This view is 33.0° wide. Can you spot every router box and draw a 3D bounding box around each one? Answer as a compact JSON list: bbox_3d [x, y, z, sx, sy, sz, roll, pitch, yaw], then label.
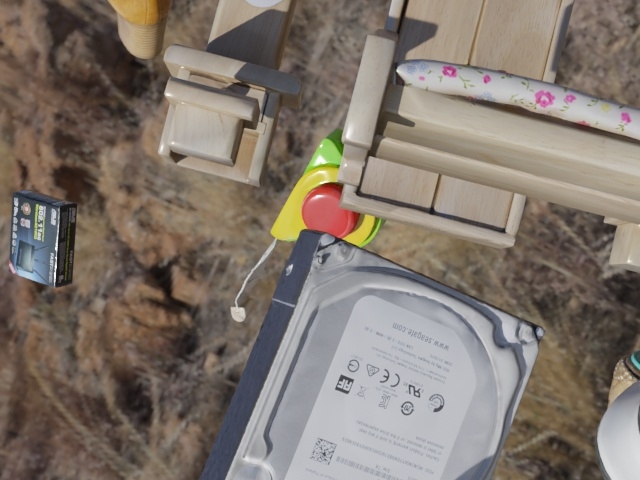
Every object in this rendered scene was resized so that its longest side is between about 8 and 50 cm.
[{"bbox_3d":[-0.393,-0.003,1.526,0.092,0.038,0.122,15,108,27],"label":"router box"}]

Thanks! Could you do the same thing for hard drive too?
[{"bbox_3d":[0.030,0.188,0.912,0.338,0.237,0.064,-67,22,-4],"label":"hard drive"}]

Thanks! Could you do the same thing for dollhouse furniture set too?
[{"bbox_3d":[0.069,-0.102,0.484,0.355,0.303,0.173,113,170,-87],"label":"dollhouse furniture set"}]

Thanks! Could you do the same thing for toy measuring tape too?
[{"bbox_3d":[0.000,0.000,1.335,0.330,0.121,0.121,-60,22,31],"label":"toy measuring tape"}]

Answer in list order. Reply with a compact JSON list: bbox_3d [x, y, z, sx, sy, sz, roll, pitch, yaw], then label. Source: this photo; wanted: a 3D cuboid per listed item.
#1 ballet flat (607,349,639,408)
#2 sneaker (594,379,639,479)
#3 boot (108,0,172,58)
[{"bbox_3d":[0.315,0.170,0.858,0.206,0.073,0.067,41,122,35],"label":"ballet flat"},{"bbox_3d":[0.386,0.029,0.759,0.447,0.169,0.257,-30,-23,-46],"label":"sneaker"},{"bbox_3d":[-0.265,-0.385,1.326,0.295,0.104,0.211,54,155,22],"label":"boot"}]
